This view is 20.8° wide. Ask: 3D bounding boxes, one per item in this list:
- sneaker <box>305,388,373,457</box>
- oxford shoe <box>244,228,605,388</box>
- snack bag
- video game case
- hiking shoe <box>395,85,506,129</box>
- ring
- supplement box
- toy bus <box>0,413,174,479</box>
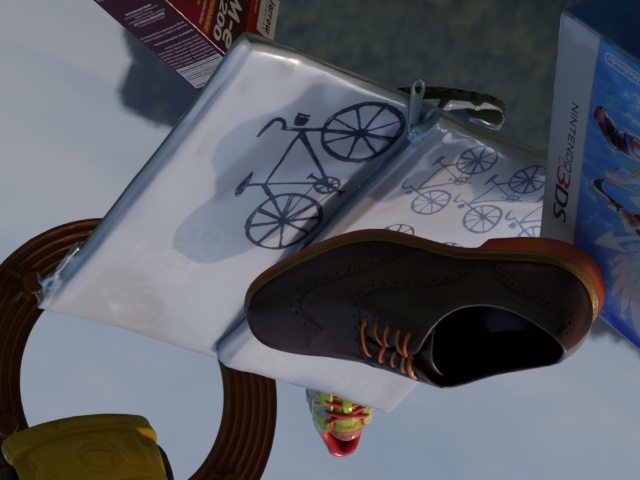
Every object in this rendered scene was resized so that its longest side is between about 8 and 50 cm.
[{"bbox_3d":[0.028,0.163,1.865,0.081,0.208,0.094,-8,-123,-4],"label":"sneaker"},{"bbox_3d":[0.060,0.053,1.237,0.271,0.097,0.098,-6,-152,25],"label":"oxford shoe"},{"bbox_3d":[0.000,0.000,1.344,0.342,0.323,0.037,20,-141,-29],"label":"snack bag"},{"bbox_3d":[0.260,-0.004,1.156,0.061,0.244,0.269,-29,-129,-24],"label":"video game case"},{"bbox_3d":[0.093,-0.130,2.269,0.304,0.132,0.113,-6,-171,-6],"label":"hiking shoe"},{"bbox_3d":[-0.182,0.139,1.661,0.337,0.336,0.032,12,161,-31],"label":"ring"},{"bbox_3d":[-0.146,-0.259,1.789,0.073,0.130,0.239,-17,140,33],"label":"supplement box"},{"bbox_3d":[-0.176,0.283,1.461,0.149,0.220,0.211,-7,-159,-26],"label":"toy bus"}]
